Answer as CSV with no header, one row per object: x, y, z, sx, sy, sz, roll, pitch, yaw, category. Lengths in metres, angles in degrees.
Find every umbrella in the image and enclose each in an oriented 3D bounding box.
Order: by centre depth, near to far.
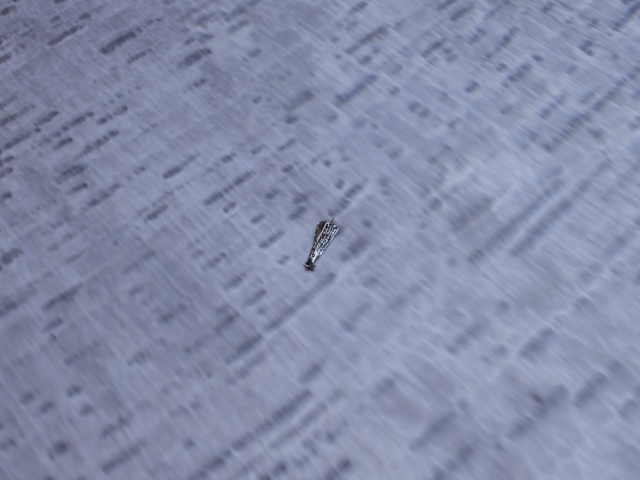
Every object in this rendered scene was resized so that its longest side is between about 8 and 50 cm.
0.000,0.001,0.949,0.031,0.020,0.083,18,67,15,umbrella
